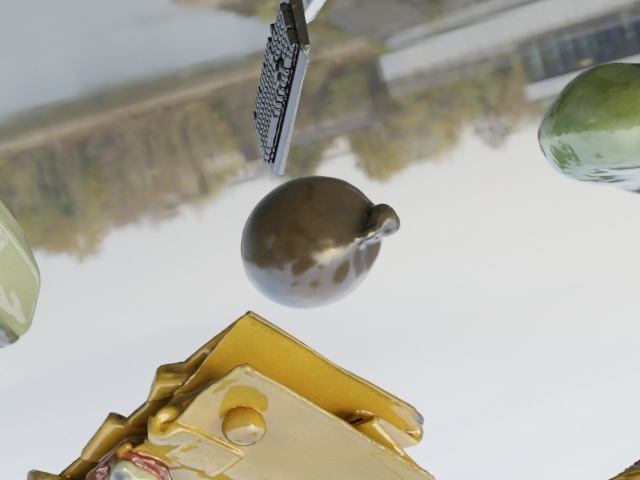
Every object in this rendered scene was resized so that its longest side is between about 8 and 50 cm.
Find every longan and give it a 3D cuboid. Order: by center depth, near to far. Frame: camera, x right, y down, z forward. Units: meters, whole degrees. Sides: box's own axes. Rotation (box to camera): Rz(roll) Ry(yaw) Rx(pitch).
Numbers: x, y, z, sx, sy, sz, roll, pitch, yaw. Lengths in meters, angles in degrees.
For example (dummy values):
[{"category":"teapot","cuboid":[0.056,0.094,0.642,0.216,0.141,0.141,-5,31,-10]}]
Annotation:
[{"category":"longan","cuboid":[0.000,0.000,1.883,0.204,0.159,0.185,-17,-162,20]}]

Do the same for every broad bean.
[{"category":"broad bean","cuboid":[0.234,-0.083,1.069,0.169,0.100,0.228,-10,173,8]}]

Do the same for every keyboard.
[{"category":"keyboard","cuboid":[-0.039,-0.155,1.498,0.025,0.094,0.230,-6,154,-12]}]

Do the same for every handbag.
[{"category":"handbag","cuboid":[-0.112,0.255,1.456,0.401,0.283,0.133,-39,-146,25]}]

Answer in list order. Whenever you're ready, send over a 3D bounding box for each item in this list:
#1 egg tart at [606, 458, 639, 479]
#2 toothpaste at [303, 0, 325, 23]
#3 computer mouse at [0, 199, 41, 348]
[{"category":"egg tart","cuboid":[0.375,0.337,1.866,0.319,0.128,0.319,-26,167,-7]},{"category":"toothpaste","cuboid":[-0.007,-0.311,1.894,0.040,0.047,0.196,-23,176,-15]},{"category":"computer mouse","cuboid":[-0.432,-0.036,1.358,0.228,0.429,0.145,-46,-164,-13]}]
